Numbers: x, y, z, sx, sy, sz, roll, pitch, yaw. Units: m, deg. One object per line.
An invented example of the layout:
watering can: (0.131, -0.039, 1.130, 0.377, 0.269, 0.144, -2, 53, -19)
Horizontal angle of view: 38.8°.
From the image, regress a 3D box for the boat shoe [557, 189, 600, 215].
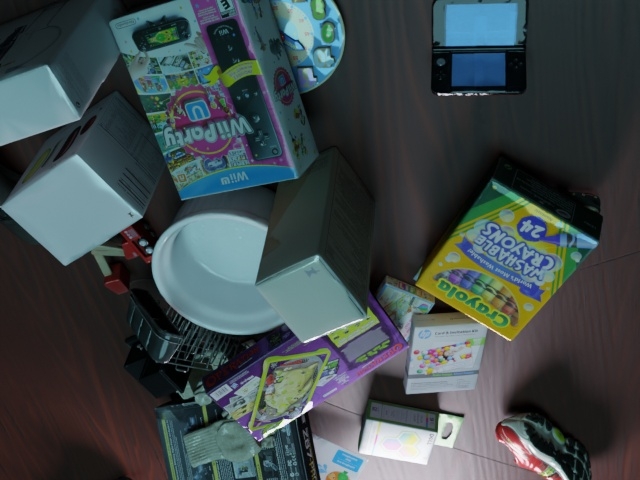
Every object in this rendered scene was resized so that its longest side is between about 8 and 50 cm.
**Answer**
boat shoe: (0.407, -0.062, 1.542, 0.133, 0.042, 0.049, 8, 141, 16)

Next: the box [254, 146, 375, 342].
box: (0.000, 0.000, 1.477, 0.121, 0.311, 0.148, -24, 119, 23)

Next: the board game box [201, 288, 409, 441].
board game box: (-0.023, 0.226, 1.684, 0.347, 0.056, 0.208, -33, 130, 3)

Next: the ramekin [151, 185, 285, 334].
ramekin: (-0.152, 0.026, 1.636, 0.277, 0.135, 0.277, 4, 128, 5)

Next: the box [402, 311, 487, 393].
box: (0.242, 0.220, 1.769, 0.145, 0.038, 0.186, -3, 128, -7)

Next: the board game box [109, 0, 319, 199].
board game box: (-0.159, -0.232, 1.404, 0.224, 0.097, 0.303, -9, 114, 26)

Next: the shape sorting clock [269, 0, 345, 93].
shape sorting clock: (-0.064, -0.319, 1.411, 0.206, 0.040, 0.206, 4, 129, 5)

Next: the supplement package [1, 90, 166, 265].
supplement package: (-0.387, -0.106, 1.525, 0.194, 0.203, 0.149, -29, 119, 27)

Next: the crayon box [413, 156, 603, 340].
crayon box: (0.308, 0.038, 1.573, 0.203, 0.083, 0.323, 30, 131, 0)

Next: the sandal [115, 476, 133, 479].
sandal: (-0.513, 0.640, 2.208, 0.254, 0.097, 0.054, -27, 119, 38)

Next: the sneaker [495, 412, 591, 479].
sneaker: (0.473, 0.456, 1.919, 0.118, 0.107, 0.279, -21, 121, 45)

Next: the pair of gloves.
pair of gloves: (-0.202, 0.337, 1.856, 0.204, 0.042, 0.240, -13, 84, 17)

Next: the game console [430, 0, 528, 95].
game console: (0.238, -0.290, 1.363, 0.144, 0.124, 0.085, 1, 154, 9)

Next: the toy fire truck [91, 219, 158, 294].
toy fire truck: (-0.378, 0.012, 1.699, 0.135, 0.047, 0.192, -20, 134, 13)

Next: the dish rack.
dish rack: (-0.224, 0.186, 1.718, 0.271, 0.208, 0.074, 17, 102, -33)

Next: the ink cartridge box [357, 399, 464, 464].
ink cartridge box: (0.192, 0.413, 1.933, 0.209, 0.062, 0.109, 10, 128, 0)

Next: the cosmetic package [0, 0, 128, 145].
cosmetic package: (-0.496, -0.241, 1.384, 0.377, 0.284, 0.097, -14, 123, 19)

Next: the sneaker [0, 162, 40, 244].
sneaker: (-0.593, -0.088, 1.619, 0.109, 0.130, 0.286, -22, 123, 21)

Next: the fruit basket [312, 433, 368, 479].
fruit basket: (-0.111, 0.557, 2.027, 0.327, 0.165, 0.353, 26, 119, -2)

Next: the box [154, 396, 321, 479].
box: (-0.159, 0.515, 1.914, 0.318, 0.097, 0.395, -12, 88, 16)

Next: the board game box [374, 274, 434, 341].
board game box: (0.139, 0.145, 1.753, 0.103, 0.026, 0.154, 23, 128, -9)

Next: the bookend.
bookend: (-0.335, 0.250, 1.827, 0.157, 0.156, 0.072, -24, 121, 26)
